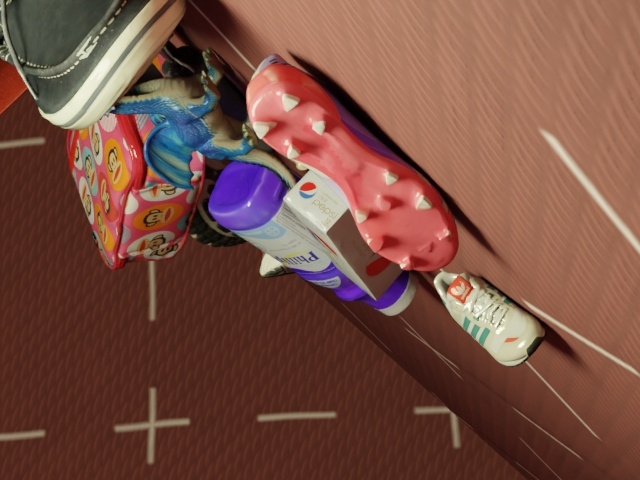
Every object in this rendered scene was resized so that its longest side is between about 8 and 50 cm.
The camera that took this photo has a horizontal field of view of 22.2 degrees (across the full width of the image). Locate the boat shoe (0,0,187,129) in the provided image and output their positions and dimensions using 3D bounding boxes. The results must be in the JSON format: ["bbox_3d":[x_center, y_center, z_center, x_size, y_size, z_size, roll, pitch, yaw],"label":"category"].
[{"bbox_3d":[-0.268,-0.242,1.638,0.156,0.187,0.500,38,-177,-27],"label":"boat shoe"}]

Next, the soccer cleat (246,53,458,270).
[{"bbox_3d":[0.033,-0.069,1.436,0.248,0.083,0.095,39,-154,-24],"label":"soccer cleat"}]

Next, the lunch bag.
[{"bbox_3d":[-0.244,-0.130,2.081,0.293,0.120,0.258,114,140,-56],"label":"lunch bag"}]

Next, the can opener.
[{"bbox_3d":[-0.164,-0.174,1.888,0.283,0.095,0.076,46,174,-39],"label":"can opener"}]

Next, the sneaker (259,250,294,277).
[{"bbox_3d":[-0.017,-0.020,2.161,0.279,0.107,0.118,-11,-88,-80],"label":"sneaker"}]

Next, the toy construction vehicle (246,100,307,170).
[{"bbox_3d":[-0.039,-0.120,1.751,0.098,0.035,0.086,51,174,-1],"label":"toy construction vehicle"}]

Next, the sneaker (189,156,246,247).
[{"bbox_3d":[-0.183,-0.142,2.396,0.410,0.158,0.182,45,-154,-46],"label":"sneaker"}]

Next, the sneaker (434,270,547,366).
[{"bbox_3d":[0.163,0.073,1.645,0.075,0.057,0.161,39,180,-25],"label":"sneaker"}]

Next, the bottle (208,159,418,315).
[{"bbox_3d":[0.000,0.000,1.976,0.283,0.092,0.118,34,158,-32],"label":"bottle"}]

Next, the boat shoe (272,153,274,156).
[{"bbox_3d":[-0.125,-0.144,2.133,0.152,0.056,0.049,31,167,16],"label":"boat shoe"}]

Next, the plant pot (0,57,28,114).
[{"bbox_3d":[-0.460,-0.308,2.010,0.236,0.267,0.267,43,172,9],"label":"plant pot"}]

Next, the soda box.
[{"bbox_3d":[0.036,-0.012,1.821,0.069,0.074,0.216,39,174,27],"label":"soda box"}]

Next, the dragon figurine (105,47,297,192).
[{"bbox_3d":[-0.144,-0.117,1.814,0.289,0.144,0.085,46,-153,-35],"label":"dragon figurine"}]
